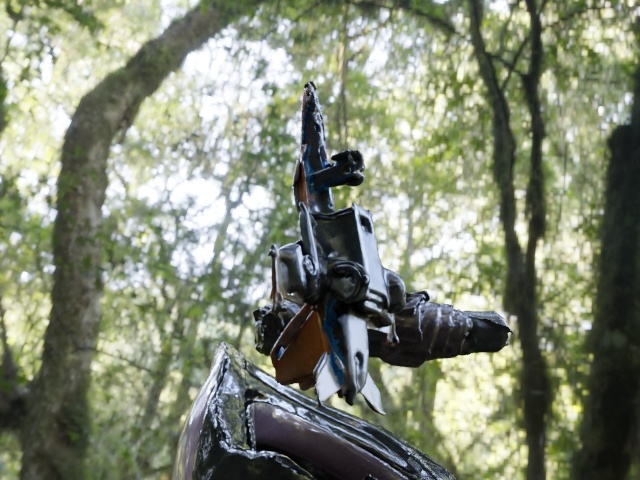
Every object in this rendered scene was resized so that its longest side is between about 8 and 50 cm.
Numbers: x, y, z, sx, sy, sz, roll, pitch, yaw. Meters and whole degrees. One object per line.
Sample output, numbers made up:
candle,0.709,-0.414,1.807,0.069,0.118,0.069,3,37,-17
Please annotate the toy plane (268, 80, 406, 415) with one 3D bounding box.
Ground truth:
toy plane,0.010,-0.002,0.550,0.062,0.188,0.135,-5,-17,28

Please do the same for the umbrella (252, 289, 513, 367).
umbrella,0.080,0.108,1.258,0.326,0.090,0.094,0,-61,-16

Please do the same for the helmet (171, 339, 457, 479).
helmet,-0.002,0.173,0.571,0.198,0.154,0.253,31,-7,-24
